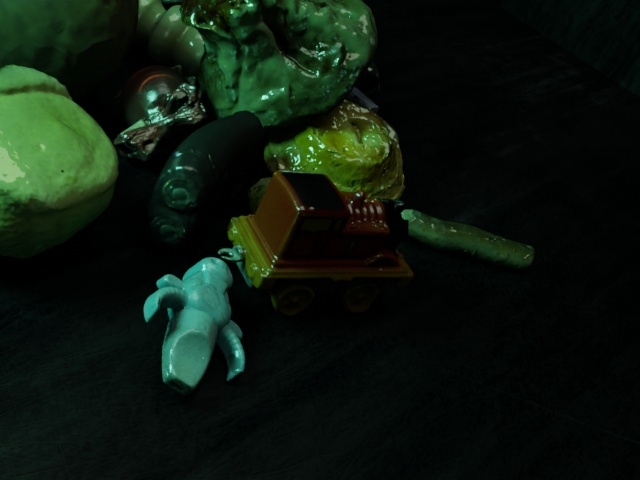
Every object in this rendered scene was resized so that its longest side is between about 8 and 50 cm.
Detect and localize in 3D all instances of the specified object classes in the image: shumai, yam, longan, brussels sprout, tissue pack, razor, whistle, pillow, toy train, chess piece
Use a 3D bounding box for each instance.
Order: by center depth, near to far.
[{"bbox_3d":[-0.195,0.124,1.355,0.186,0.093,0.274,41,30,-25],"label":"whistle"},{"bbox_3d":[0.000,0.000,1.518,0.369,0.232,0.163,1,42,-33],"label":"toy train"},{"bbox_3d":[-0.211,-0.122,1.589,0.107,0.189,0.327,28,31,3],"label":"razor"},{"bbox_3d":[-0.537,-0.443,1.637,0.391,0.391,0.391,17,35,-12],"label":"longan"},{"bbox_3d":[-0.064,-0.065,1.692,0.139,0.100,0.181,-31,66,-36],"label":"brussels sprout"},{"bbox_3d":[-0.108,-0.432,1.729,0.323,0.397,0.324,53,13,-54],"label":"shumai"},{"bbox_3d":[0.311,0.001,1.860,0.317,0.067,0.071,16,21,-15],"label":"yam"},{"bbox_3d":[-0.371,-0.489,2.006,0.330,0.182,0.182,32,34,0],"label":"chess piece"},{"bbox_3d":[0.060,-0.315,2.082,0.051,0.112,0.156,-20,54,-45],"label":"tissue pack"},{"bbox_3d":[0.076,-0.423,2.180,0.186,0.106,0.250,32,-3,6],"label":"pillow"}]

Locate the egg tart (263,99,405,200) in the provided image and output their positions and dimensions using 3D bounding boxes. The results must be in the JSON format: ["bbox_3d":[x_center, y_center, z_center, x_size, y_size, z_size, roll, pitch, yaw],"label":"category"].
[{"bbox_3d":[0.041,-0.199,1.851,0.341,0.129,0.341,10,51,-13],"label":"egg tart"}]

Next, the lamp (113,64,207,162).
[{"bbox_3d":[-0.332,-0.262,1.724,0.151,0.215,0.223,51,-5,-16],"label":"lamp"}]

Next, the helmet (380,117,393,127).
[{"bbox_3d":[0.142,-0.269,2.130,0.065,0.049,0.084,6,-9,36],"label":"helmet"}]

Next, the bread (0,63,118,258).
[{"bbox_3d":[-0.487,-0.113,1.371,0.320,0.237,0.320,24,42,-23],"label":"bread"}]

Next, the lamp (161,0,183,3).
[{"bbox_3d":[-0.409,-0.628,2.219,0.283,0.124,0.203,13,48,-16],"label":"lamp"}]
